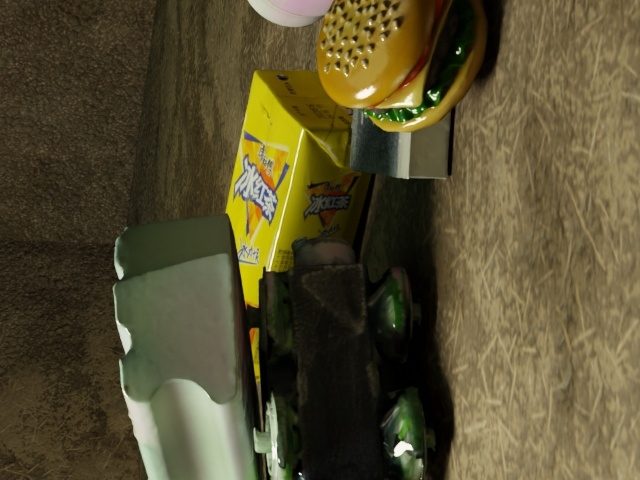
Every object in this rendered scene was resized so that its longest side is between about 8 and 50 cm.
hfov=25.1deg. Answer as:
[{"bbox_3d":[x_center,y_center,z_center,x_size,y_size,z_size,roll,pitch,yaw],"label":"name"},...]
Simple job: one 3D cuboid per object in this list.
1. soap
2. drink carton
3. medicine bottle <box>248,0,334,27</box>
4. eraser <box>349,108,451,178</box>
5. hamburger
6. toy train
[{"bbox_3d":[-0.128,0.133,1.459,0.347,0.115,0.208,85,179,-50],"label":"soap"},{"bbox_3d":[-0.037,-0.013,1.705,0.154,0.111,0.351,53,136,49],"label":"drink carton"},{"bbox_3d":[-0.007,-0.335,1.617,0.254,0.152,0.152,153,118,-73],"label":"medicine bottle"},{"bbox_3d":[0.079,-0.109,1.454,0.212,0.046,0.092,-156,68,-75],"label":"eraser"},{"bbox_3d":[0.073,-0.178,1.288,0.162,0.115,0.162,-26,53,41],"label":"hamburger"},{"bbox_3d":[0.014,0.162,1.460,0.249,0.173,0.307,99,167,-64],"label":"toy train"}]
